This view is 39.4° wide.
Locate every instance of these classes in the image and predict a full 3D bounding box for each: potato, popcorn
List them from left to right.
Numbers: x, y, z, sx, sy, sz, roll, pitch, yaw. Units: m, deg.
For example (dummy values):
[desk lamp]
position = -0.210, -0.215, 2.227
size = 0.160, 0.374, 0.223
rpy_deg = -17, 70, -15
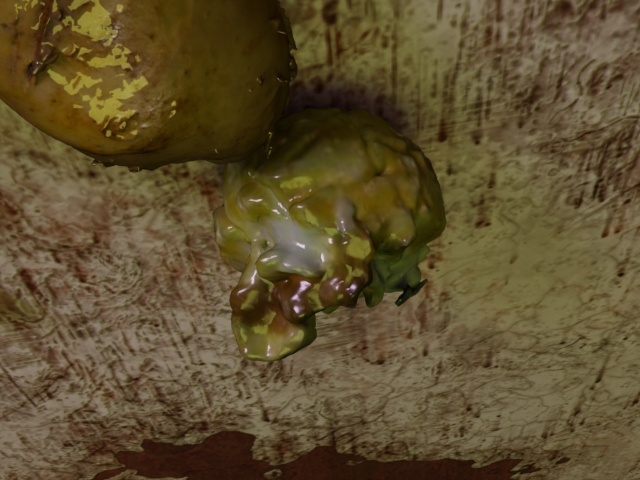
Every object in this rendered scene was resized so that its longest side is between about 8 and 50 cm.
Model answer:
[potato]
position = -0.118, -0.137, 0.531
size = 0.173, 0.140, 0.300
rpy_deg = -45, 145, -5
[popcorn]
position = 0.000, 0.000, 0.730
size = 0.197, 0.213, 0.198
rpy_deg = 21, 154, 11
